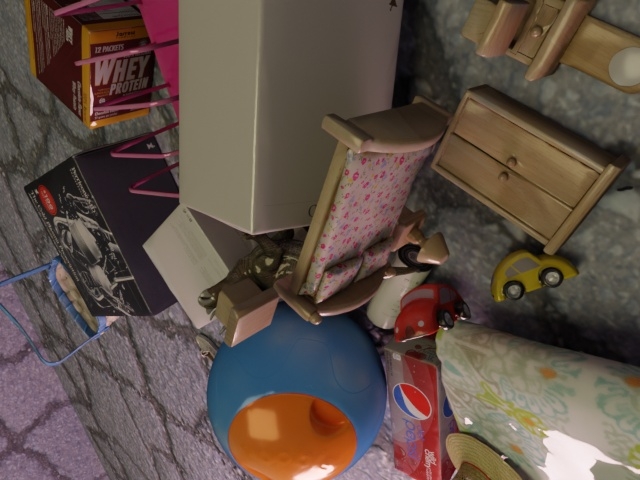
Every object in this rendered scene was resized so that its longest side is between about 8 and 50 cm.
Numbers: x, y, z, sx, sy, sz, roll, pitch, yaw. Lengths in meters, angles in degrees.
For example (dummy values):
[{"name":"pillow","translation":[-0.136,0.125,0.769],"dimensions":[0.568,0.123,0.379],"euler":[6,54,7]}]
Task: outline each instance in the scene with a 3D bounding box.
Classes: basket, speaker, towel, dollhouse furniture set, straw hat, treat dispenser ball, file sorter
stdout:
[{"name":"basket","translation":[-0.658,0.154,1.272],"dimensions":[0.255,0.289,0.201],"euler":[49,142,3]},{"name":"speaker","translation":[0.115,0.072,0.714],"dimensions":[0.055,0.055,0.136],"euler":[37,134,19]},{"name":"towel","translation":[0.318,0.284,0.584],"dimensions":[0.321,0.090,0.374],"euler":[7,126,48]},{"name":"dollhouse furniture set","translation":[0.117,-0.043,0.415],"dimensions":[0.174,0.355,0.303],"euler":[40,134,25]},{"name":"straw hat","translation":[0.210,0.338,0.647],"dimensions":[0.144,0.061,0.144],"euler":[35,144,30]},{"name":"treat dispenser ball","translation":[-0.037,0.241,0.781],"dimensions":[0.288,0.288,0.288],"euler":[21,127,31]},{"name":"file sorter","translation":[-0.236,-0.228,0.739],"dimensions":[0.202,0.182,0.290],"euler":[9,124,38]}]

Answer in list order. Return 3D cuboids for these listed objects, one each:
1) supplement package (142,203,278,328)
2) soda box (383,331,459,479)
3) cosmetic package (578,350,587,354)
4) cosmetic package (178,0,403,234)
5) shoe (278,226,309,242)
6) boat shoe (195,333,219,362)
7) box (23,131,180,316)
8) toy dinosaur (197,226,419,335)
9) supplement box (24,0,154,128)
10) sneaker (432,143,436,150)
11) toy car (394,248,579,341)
[{"name":"supplement package","translation":[-0.180,0.023,0.877],"dimensions":[0.203,0.149,0.194],"euler":[-31,92,47]},{"name":"soda box","translation":[0.168,0.264,0.762],"dimensions":[0.092,0.083,0.263],"euler":[13,123,37]},{"name":"cosmetic package","translation":[0.356,0.193,0.584],"dimensions":[0.115,0.041,0.060],"euler":[31,134,24]},{"name":"cosmetic package","translation":[-0.032,-0.206,0.511],"dimensions":[0.155,0.197,0.365],"euler":[19,113,44]},{"name":"shoe","translation":[0.000,0.000,0.758],"dimensions":[0.219,0.076,0.058],"euler":[39,139,20]},{"name":"boat shoe","translation":[-0.281,0.275,1.198],"dimensions":[0.100,0.035,0.035],"euler":[40,135,15]},{"name":"box","translation":[-0.446,-0.021,1.065],"dimensions":[0.313,0.179,0.343],"euler":[-10,108,43]},{"name":"toy dinosaur","translation":[-0.019,0.038,0.690],"dimensions":[0.314,0.121,0.160],"euler":[-1,123,10]},{"name":"supplement box","translation":[-0.421,-0.349,0.882],"dimensions":[0.194,0.129,0.191],"euler":[41,135,16]},{"name":"sneaker","translation":[0.078,-0.075,0.648],"dimensions":[0.092,0.087,0.229],"euler":[48,142,-7]},{"name":"toy car","translation":[0.163,0.071,0.607],"dimensions":[0.225,0.239,0.053],"euler":[135,117,-70]}]
